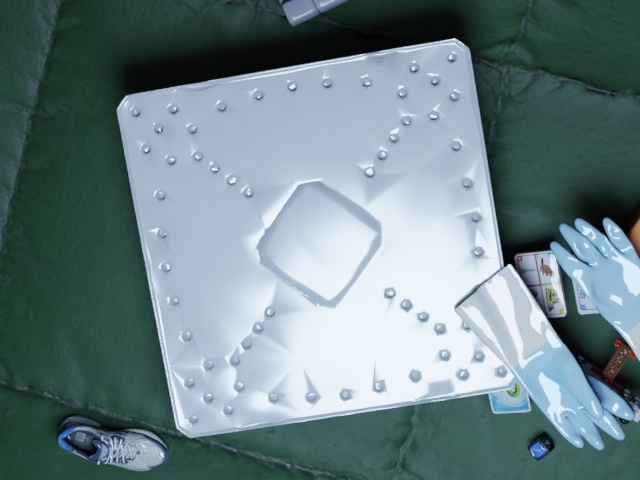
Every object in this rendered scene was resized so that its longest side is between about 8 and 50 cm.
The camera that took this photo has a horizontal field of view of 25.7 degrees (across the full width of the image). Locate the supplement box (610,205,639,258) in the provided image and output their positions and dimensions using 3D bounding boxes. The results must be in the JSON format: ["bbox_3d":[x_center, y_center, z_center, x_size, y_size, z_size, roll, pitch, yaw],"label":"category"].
[{"bbox_3d":[0.428,0.061,1.552,0.233,0.080,0.078,35,99,-1],"label":"supplement box"}]

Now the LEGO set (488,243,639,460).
[{"bbox_3d":[0.271,0.126,1.583,0.182,0.060,0.244,-8,98,32],"label":"LEGO set"}]

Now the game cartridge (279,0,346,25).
[{"bbox_3d":[-0.004,-0.446,1.549,0.230,0.068,0.355,-24,93,3],"label":"game cartridge"}]

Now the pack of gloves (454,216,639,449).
[{"bbox_3d":[0.291,0.103,1.498,0.195,0.046,0.232,-41,93,12],"label":"pack of gloves"}]

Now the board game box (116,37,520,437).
[{"bbox_3d":[0.000,0.000,1.557,0.390,0.050,0.390,-9,97,4],"label":"board game box"}]

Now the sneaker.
[{"bbox_3d":[-0.247,0.245,1.641,0.135,0.058,0.052,11,97,3],"label":"sneaker"}]
